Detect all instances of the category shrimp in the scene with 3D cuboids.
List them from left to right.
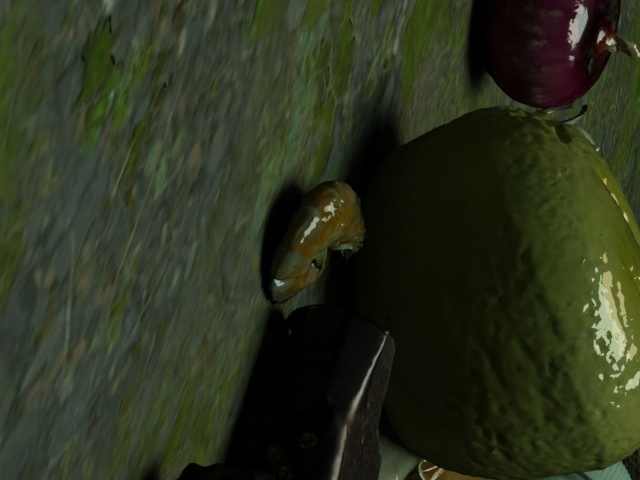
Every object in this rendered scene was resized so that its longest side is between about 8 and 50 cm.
[{"bbox_3d":[0.000,0.000,1.456,0.101,0.042,0.190,-61,168,8],"label":"shrimp"}]

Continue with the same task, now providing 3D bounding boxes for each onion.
[{"bbox_3d":[0.240,-0.222,1.983,0.177,0.153,0.177,-15,115,-34],"label":"onion"}]

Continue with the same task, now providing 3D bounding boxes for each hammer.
[{"bbox_3d":[0.047,0.249,1.511,0.409,0.095,0.242,55,44,-49],"label":"hammer"}]

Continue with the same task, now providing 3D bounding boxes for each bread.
[{"bbox_3d":[0.174,0.048,1.636,0.320,0.237,0.321,28,58,-58],"label":"bread"}]

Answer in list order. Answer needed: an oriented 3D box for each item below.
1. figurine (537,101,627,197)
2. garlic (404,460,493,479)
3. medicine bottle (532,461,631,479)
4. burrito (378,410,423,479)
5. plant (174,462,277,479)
[{"bbox_3d":[0.310,-0.101,2.411,0.132,0.132,0.154,-59,141,-53],"label":"figurine"},{"bbox_3d":[0.113,0.189,1.840,0.228,0.110,0.217,-23,129,-48],"label":"garlic"},{"bbox_3d":[0.183,0.338,1.922,0.318,0.158,0.158,-52,150,-39],"label":"medicine bottle"},{"bbox_3d":[0.032,0.201,1.635,0.087,0.060,0.226,55,39,-15],"label":"burrito"},{"bbox_3d":[-0.069,0.229,1.165,0.203,0.131,0.142,-60,158,-48],"label":"plant"}]
